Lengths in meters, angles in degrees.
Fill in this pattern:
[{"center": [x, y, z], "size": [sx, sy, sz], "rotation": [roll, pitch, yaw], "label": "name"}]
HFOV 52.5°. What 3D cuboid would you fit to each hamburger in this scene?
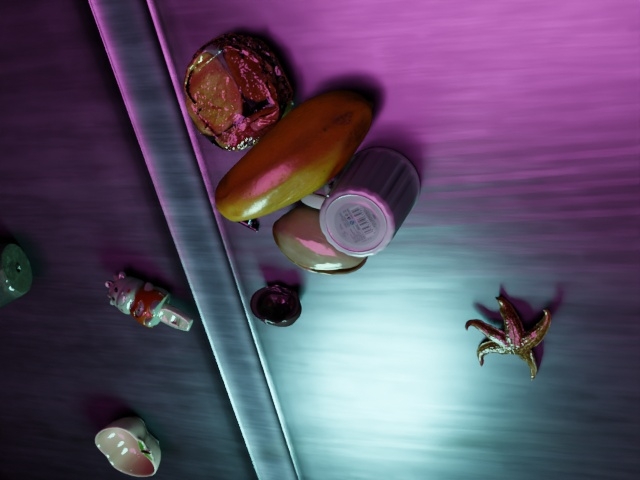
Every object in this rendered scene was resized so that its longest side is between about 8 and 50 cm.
[{"center": [-0.169, -0.297, 1.306], "size": [0.231, 0.107, 0.231], "rotation": [11, 123, 17], "label": "hamburger"}]

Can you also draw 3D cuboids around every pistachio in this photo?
[{"center": [0.000, 0.000, 1.400], "size": [0.215, 0.144, 0.144], "rotation": [22, 124, 9], "label": "pistachio"}]

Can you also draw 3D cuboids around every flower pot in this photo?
[{"center": [-0.871, 0.092, 1.731], "size": [0.148, 0.235, 0.235], "rotation": [-14, 115, 4], "label": "flower pot"}]

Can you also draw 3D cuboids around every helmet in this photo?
[{"center": [-0.101, 0.164, 1.564], "size": [0.123, 0.098, 0.070], "rotation": [8, 152, 19], "label": "helmet"}]

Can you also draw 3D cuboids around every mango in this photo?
[{"center": [-0.047, -0.160, 1.243], "size": [0.359, 0.187, 0.144], "rotation": [-40, 110, -7], "label": "mango"}]

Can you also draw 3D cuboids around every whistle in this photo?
[{"center": [-0.447, 0.165, 1.675], "size": [0.253, 0.105, 0.101], "rotation": [26, 141, 3], "label": "whistle"}]

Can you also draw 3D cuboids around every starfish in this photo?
[{"center": [0.429, 0.225, 1.431], "size": [0.213, 0.057, 0.238], "rotation": [-26, 107, 37], "label": "starfish"}]

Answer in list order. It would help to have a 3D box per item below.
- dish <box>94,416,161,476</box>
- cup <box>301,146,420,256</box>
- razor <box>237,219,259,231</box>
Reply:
[{"center": [-0.573, 0.619, 1.990], "size": [0.213, 0.090, 0.213], "rotation": [10, 123, 16], "label": "dish"}, {"center": [0.074, -0.067, 1.296], "size": [0.221, 0.202, 0.167], "rotation": [-21, 108, 28], "label": "cup"}, {"center": [-0.138, -0.127, 1.431], "size": [0.082, 0.042, 0.253], "rotation": [28, 123, 3], "label": "razor"}]
